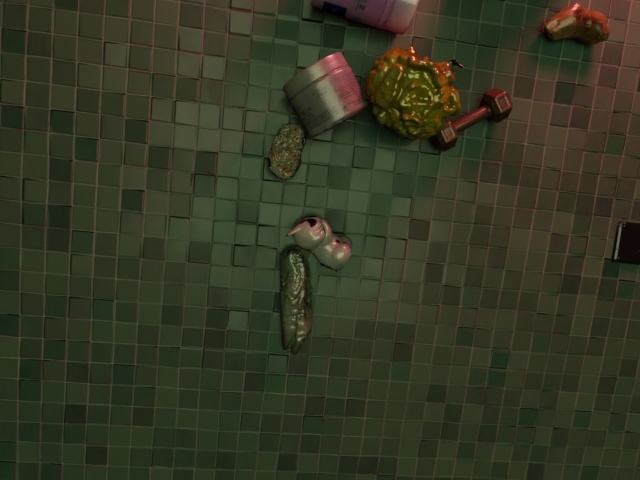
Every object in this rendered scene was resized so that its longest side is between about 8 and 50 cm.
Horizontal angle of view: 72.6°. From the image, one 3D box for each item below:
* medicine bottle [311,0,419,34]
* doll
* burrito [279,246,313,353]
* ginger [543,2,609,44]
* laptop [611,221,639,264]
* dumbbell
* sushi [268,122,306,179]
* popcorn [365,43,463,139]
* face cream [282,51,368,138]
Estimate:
[{"bbox_3d":[0.117,-0.635,1.103,0.253,0.152,0.152,14,96,-6],"label":"medicine bottle"},{"bbox_3d":[0.007,0.003,1.200,0.180,0.110,0.107,42,113,-10],"label":"doll"},{"bbox_3d":[-0.069,0.169,1.236,0.096,0.066,0.309,0,97,0],"label":"burrito"},{"bbox_3d":[0.709,-0.595,1.207,0.190,0.069,0.095,9,92,-6],"label":"ginger"},{"bbox_3d":[0.992,0.012,1.343,0.180,0.016,0.129,4,96,-5],"label":"laptop"},{"bbox_3d":[0.415,-0.335,1.207,0.230,0.082,0.092,-28,100,-1],"label":"dumbbell"},{"bbox_3d":[-0.090,-0.239,1.173,0.090,0.078,0.150,17,97,-7],"label":"sushi"},{"bbox_3d":[0.236,-0.377,1.100,0.249,0.249,0.225,28,127,-8],"label":"popcorn"},{"bbox_3d":[0.014,-0.365,1.116,0.177,0.177,0.153,-29,100,-1],"label":"face cream"}]
